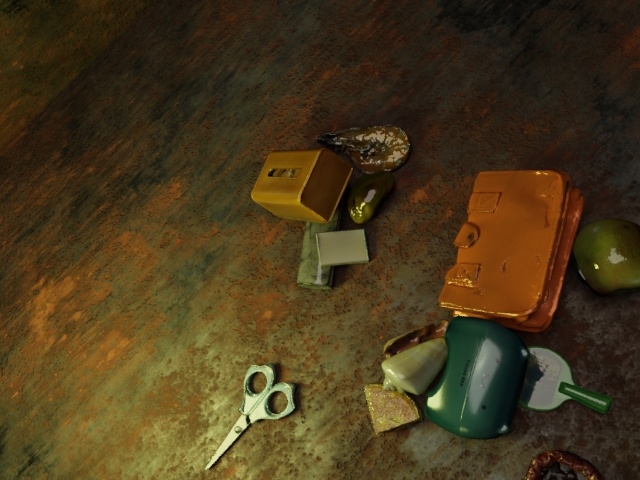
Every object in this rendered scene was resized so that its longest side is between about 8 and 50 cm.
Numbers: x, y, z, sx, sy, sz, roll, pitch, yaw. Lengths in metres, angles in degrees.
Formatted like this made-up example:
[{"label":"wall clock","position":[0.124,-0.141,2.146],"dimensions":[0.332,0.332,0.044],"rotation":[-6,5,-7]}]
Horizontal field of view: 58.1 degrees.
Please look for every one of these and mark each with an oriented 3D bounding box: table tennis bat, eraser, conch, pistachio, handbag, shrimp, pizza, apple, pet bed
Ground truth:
[{"label":"table tennis bat","position":[0.585,0.359,1.433],"dimensions":[0.257,0.039,0.160],"rotation":[19,80,29]},{"label":"eraser","position":[0.065,0.023,1.730],"dimensions":[0.150,0.023,0.104],"rotation":[-5,74,-10]},{"label":"conch","position":[0.267,0.326,1.541],"dimensions":[0.255,0.127,0.158],"rotation":[-24,34,-14]},{"label":"pistachio","position":[0.146,-0.144,1.761],"dimensions":[0.110,0.100,0.189],"rotation":[35,87,24]},{"label":"handbag","position":[0.492,0.014,1.505],"dimensions":[0.303,0.116,0.410],"rotation":[6,70,47]},{"label":"shrimp","position":[0.133,-0.291,1.847],"dimensions":[0.316,0.062,0.164],"rotation":[5,75,20]},{"label":"pizza","position":[0.181,0.455,1.547],"dimensions":[0.175,0.046,0.134],"rotation":[35,85,29]},{"label":"apple","position":[0.732,0.037,1.431],"dimensions":[0.207,0.174,0.188],"rotation":[-6,70,2]},{"label":"pet bed","position":[0.571,0.593,1.338],"dimensions":[0.201,0.053,0.201],"rotation":[-6,74,19]}]

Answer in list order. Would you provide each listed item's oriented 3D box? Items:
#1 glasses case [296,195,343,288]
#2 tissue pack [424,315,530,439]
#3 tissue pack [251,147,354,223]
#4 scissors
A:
[{"label":"glasses case","position":[0.000,0.000,1.785],"dimensions":[0.114,0.060,0.299],"rotation":[1,70,21]},{"label":"tissue pack","position":[0.396,0.342,1.414],"dimensions":[0.206,0.198,0.287],"rotation":[15,80,32]},{"label":"tissue pack","position":[-0.065,-0.172,1.774],"dimensions":[0.274,0.145,0.194],"rotation":[8,73,53]},{"label":"scissors","position":[-0.223,0.528,1.686],"dimensions":[0.191,0.029,0.360],"rotation":[39,87,27]}]
